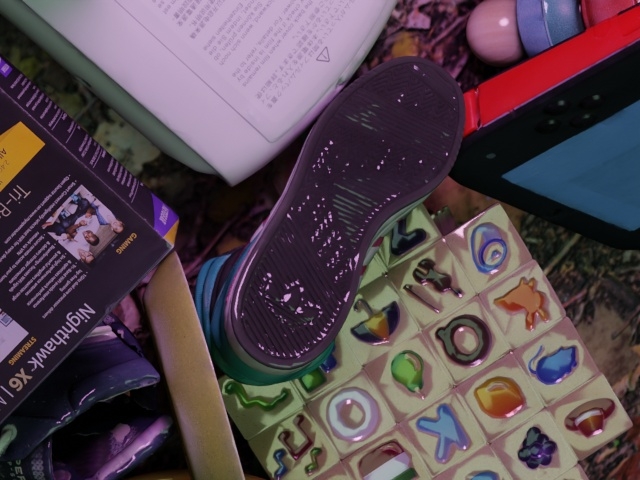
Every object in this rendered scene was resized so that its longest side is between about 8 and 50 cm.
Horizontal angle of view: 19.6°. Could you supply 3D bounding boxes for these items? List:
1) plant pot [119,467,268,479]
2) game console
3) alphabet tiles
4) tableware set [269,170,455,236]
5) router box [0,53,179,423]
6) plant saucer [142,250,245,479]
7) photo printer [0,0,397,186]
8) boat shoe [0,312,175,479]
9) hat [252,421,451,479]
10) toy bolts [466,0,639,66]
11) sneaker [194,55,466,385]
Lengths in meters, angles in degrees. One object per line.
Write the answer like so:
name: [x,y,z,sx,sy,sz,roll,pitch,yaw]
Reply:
plant pot: [-0.103,0.356,1.486,0.291,0.291,0.203,-25,138,-24]
game console: [0.317,-0.103,1.535,0.387,0.342,0.060,18,55,-52]
alphabet tiles: [0.088,0.138,1.550,0.285,0.011,0.342,-33,100,-6]
tableware set: [0.040,-0.017,1.560,0.128,0.039,0.194,-29,119,-7]
router box: [-0.283,0.020,1.210,0.243,0.081,0.309,44,99,-11]
plant saucer: [-0.095,0.128,1.412,0.037,0.241,0.241,-16,120,-6]
photo printer: [-0.081,-0.202,1.348,0.256,0.107,0.307,-53,130,-4]
boat shoe: [-0.269,0.149,1.336,0.341,0.158,0.127,-30,124,-22]
hat: [0.020,0.203,1.650,0.173,0.183,0.208,7,91,-5]
toy bolts: [0.178,-0.253,1.525,0.218,0.159,0.228,-58,133,-56]
sneaker: [0.000,0.000,1.441,0.124,0.178,0.295,37,63,-5]
